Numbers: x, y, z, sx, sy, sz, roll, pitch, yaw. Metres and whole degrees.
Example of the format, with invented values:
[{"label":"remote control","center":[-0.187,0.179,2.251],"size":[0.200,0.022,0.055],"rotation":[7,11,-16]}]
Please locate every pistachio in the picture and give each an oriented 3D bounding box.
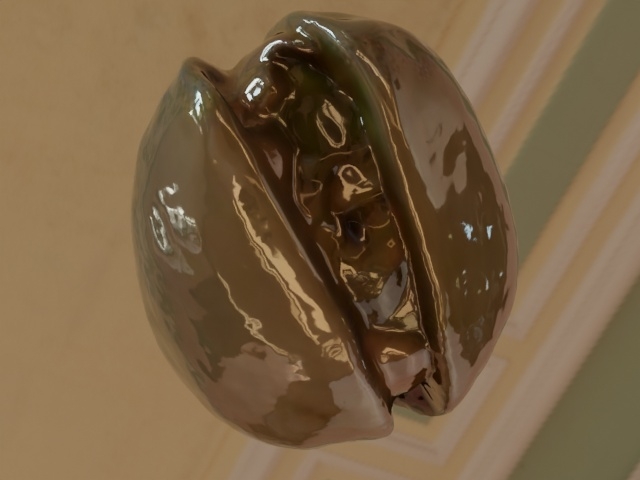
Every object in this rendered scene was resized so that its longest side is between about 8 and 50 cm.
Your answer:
[{"label":"pistachio","center":[0.000,0.000,0.384],"size":[0.124,0.124,0.185],"rotation":[-14,-34,-3]}]
